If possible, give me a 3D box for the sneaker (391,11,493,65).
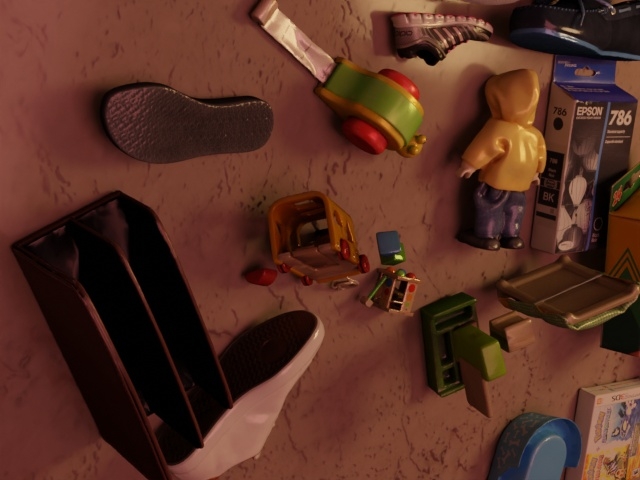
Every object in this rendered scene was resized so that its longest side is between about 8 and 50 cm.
[{"bbox_3d":[0.176,-0.293,1.433,0.170,0.063,0.075,-4,106,-30],"label":"sneaker"}]

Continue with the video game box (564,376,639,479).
[{"bbox_3d":[0.568,0.379,1.922,0.187,0.048,0.205,-3,105,-33],"label":"video game box"}]

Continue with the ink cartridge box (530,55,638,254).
[{"bbox_3d":[0.454,-0.147,1.677,0.165,0.065,0.333,-6,106,-34],"label":"ink cartridge box"}]

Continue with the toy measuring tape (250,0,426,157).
[{"bbox_3d":[0.047,-0.212,1.330,0.330,0.121,0.121,40,79,-36],"label":"toy measuring tape"}]

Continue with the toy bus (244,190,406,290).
[{"bbox_3d":[0.001,-0.004,1.359,0.191,0.202,0.104,0,73,-29],"label":"toy bus"}]

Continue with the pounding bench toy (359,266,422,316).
[{"bbox_3d":[0.104,0.073,1.492,0.083,0.052,0.065,11,96,-37],"label":"pounding bench toy"}]

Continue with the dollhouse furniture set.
[{"bbox_3d":[0.340,0.156,1.569,0.301,0.197,0.151,-19,113,-20],"label":"dollhouse furniture set"}]

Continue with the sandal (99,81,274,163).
[{"bbox_3d":[-0.171,-0.147,1.238,0.254,0.054,0.097,0,111,-46],"label":"sandal"}]

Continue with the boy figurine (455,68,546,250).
[{"bbox_3d":[0.282,-0.127,1.540,0.177,0.092,0.285,-5,105,-34],"label":"boy figurine"}]

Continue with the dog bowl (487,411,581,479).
[{"bbox_3d":[0.373,0.451,1.785,0.166,0.074,0.297,9,97,-37],"label":"dog bowl"}]

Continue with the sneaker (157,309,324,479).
[{"bbox_3d":[-0.095,0.223,1.373,0.290,0.106,0.123,-44,134,-8],"label":"sneaker"}]

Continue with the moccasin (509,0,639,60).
[{"bbox_3d":[0.407,-0.354,1.558,0.342,0.137,0.117,-5,103,-49],"label":"moccasin"}]

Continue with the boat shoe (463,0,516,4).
[{"bbox_3d":[0.308,-0.436,1.445,0.335,0.119,0.121,-13,131,-7],"label":"boat shoe"}]

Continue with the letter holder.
[{"bbox_3d":[-0.211,0.122,1.177,0.152,0.214,0.302,-31,119,-25],"label":"letter holder"}]

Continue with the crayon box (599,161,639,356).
[{"bbox_3d":[0.579,0.021,1.750,0.202,0.081,0.319,-34,128,-45],"label":"crayon box"}]
